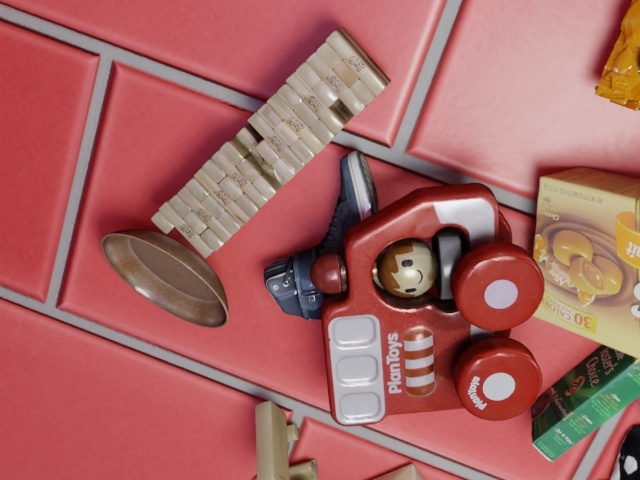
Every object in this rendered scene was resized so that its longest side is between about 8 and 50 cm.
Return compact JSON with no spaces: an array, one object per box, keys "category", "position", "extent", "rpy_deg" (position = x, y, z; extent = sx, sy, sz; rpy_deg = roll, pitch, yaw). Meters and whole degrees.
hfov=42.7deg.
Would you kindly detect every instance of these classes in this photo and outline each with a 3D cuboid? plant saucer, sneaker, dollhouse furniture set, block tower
[{"category":"plant saucer","position":[-0.200,0.045,1.092],"extent":[0.199,0.036,0.198],"rpy_deg":[25,152,14]},{"category":"sneaker","position":[0.000,0.001,1.058],"extent":[0.164,0.086,0.226],"rpy_deg":[-5,109,9]},{"category":"dollhouse furniture set","position":[-0.088,0.334,1.158],"extent":[0.123,0.144,0.151],"rpy_deg":[-19,140,16]},{"category":"block tower","position":[-0.062,-0.114,1.028],"extent":[0.335,0.091,0.097],"rpy_deg":[-40,97,21]}]

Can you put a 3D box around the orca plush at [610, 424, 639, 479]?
[{"category":"orca plush","position":[0.444,0.398,1.101],"extent":[0.151,0.102,0.287],"rpy_deg":[9,110,8]}]

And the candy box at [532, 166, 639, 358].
[{"category":"candy box","position":[0.386,0.040,0.902],"extent":[0.316,0.088,0.182],"rpy_deg":[22,120,47]}]

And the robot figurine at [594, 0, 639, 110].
[{"category":"robot figurine","position":[0.419,-0.263,0.858],"extent":[0.085,0.211,0.291],"rpy_deg":[11,109,-41]}]

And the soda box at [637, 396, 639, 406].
[{"category":"soda box","position":[0.462,0.128,1.021],"extent":[0.069,0.074,0.216],"rpy_deg":[11,111,7]}]

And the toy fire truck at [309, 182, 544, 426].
[{"category":"toy fire truck","position":[0.120,0.085,0.985],"extent":[0.254,0.169,0.302],"rpy_deg":[-7,115,-1]}]

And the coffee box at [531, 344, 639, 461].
[{"category":"coffee box","position":[0.348,0.191,1.045],"extent":[0.040,0.113,0.184],"rpy_deg":[43,112,-2]}]

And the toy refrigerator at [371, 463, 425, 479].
[{"category":"toy refrigerator","position":[0.043,0.434,1.196],"extent":[0.270,0.094,0.102],"rpy_deg":[-29,108,19]}]
